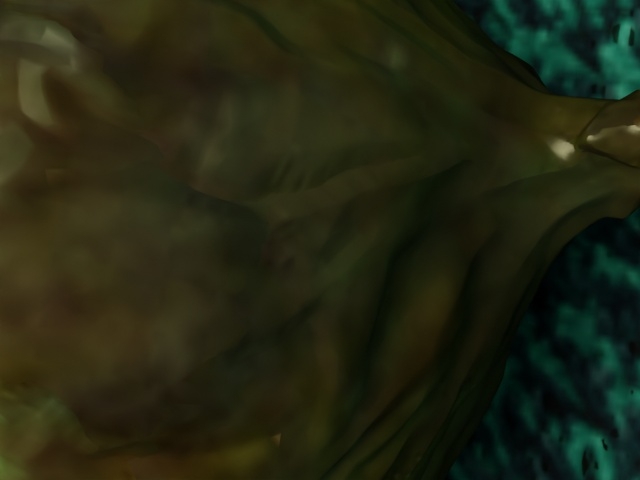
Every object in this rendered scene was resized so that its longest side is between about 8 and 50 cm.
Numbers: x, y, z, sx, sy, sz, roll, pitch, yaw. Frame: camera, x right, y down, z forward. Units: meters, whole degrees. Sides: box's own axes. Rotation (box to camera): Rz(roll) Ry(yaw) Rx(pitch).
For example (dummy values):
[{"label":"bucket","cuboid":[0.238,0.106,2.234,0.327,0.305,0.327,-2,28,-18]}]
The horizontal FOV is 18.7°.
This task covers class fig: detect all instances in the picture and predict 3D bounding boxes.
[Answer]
[{"label":"fig","cuboid":[0.000,0.000,0.596,0.368,0.286,0.286,-1,82,18]}]
